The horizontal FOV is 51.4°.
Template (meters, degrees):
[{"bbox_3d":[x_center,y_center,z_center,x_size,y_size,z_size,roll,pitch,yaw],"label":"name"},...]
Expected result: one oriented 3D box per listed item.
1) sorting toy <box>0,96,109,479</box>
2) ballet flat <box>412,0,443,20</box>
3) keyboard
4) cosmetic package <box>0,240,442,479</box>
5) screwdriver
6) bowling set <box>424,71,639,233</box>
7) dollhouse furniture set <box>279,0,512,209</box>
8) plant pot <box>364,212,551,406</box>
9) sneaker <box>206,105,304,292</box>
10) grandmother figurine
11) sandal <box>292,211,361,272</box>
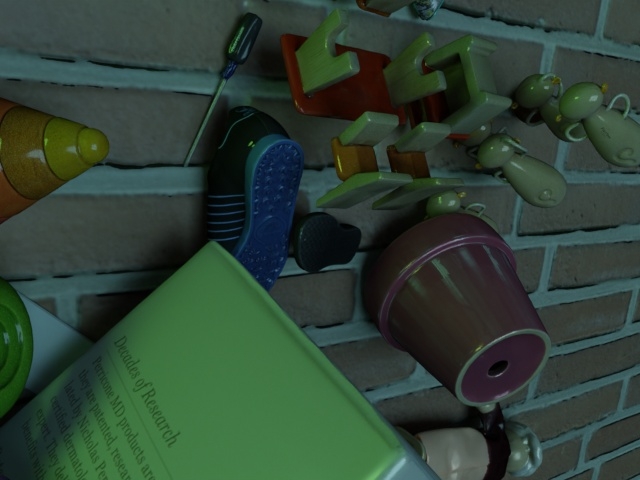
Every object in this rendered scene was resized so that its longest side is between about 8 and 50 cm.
[{"bbox_3d":[-0.217,0.053,0.499,0.127,0.126,0.366,36,50,-76],"label":"sorting toy"},{"bbox_3d":[0.145,-0.315,0.787,0.041,0.041,0.114,41,80,-38],"label":"ballet flat"},{"bbox_3d":[-0.300,0.080,0.618,0.072,0.014,0.256,-54,129,-15],"label":"keyboard"},{"bbox_3d":[-0.093,0.290,0.603,0.393,0.327,0.329,-43,131,-8],"label":"cosmetic package"},{"bbox_3d":[-0.105,-0.153,0.676,0.025,0.024,0.170,30,94,-10],"label":"screwdriver"},{"bbox_3d":[0.250,-0.140,0.871,0.154,0.200,0.287,28,131,-35],"label":"bowling set"},{"bbox_3d":[0.068,-0.160,0.698,0.259,0.135,0.262,-1,76,-41],"label":"dollhouse furniture set"},{"bbox_3d":[0.181,0.096,0.830,0.201,0.180,0.201,-14,131,-16],"label":"plant pot"},{"bbox_3d":[-0.081,-0.029,0.703,0.081,0.090,0.232,-7,131,-36],"label":"sneaker"},{"bbox_3d":[0.239,0.336,1.052,0.342,0.104,0.208,11,97,-41],"label":"grandmother figurine"},{"bbox_3d":[0.000,0.000,0.765,0.067,0.040,0.179,-66,161,5],"label":"sandal"}]
